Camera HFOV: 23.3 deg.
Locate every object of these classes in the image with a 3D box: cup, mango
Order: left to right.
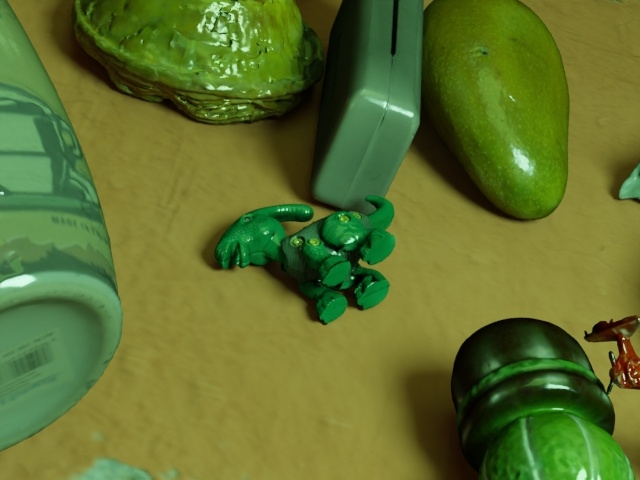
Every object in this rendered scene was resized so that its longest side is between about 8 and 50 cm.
[{"bbox_3d":[-0.256,-0.001,0.803,0.301,0.227,0.257,-30,57,-11],"label":"cup"},{"bbox_3d":[0.134,-0.112,1.192,0.136,0.099,0.227,26,38,-32],"label":"mango"}]

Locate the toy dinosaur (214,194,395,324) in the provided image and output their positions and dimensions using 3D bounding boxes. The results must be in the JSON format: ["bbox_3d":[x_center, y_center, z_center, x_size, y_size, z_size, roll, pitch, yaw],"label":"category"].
[{"bbox_3d":[0.000,0.000,1.024,0.132,0.059,0.096,-26,49,-34],"label":"toy dinosaur"}]

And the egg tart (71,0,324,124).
[{"bbox_3d":[-0.089,-0.174,1.186,0.213,0.090,0.212,14,33,-9],"label":"egg tart"}]

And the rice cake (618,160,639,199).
[{"bbox_3d":[0.327,-0.069,1.244,0.063,0.069,0.206,40,40,27],"label":"rice cake"}]

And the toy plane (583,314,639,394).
[{"bbox_3d":[0.242,0.114,0.911,0.126,0.194,0.077,-10,46,34],"label":"toy plane"}]

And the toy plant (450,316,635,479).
[{"bbox_3d":[0.129,0.122,0.887,0.093,0.092,0.162,7,38,-16],"label":"toy plant"}]

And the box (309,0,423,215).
[{"bbox_3d":[0.037,-0.125,1.158,0.055,0.103,0.243,18,35,-9],"label":"box"}]
